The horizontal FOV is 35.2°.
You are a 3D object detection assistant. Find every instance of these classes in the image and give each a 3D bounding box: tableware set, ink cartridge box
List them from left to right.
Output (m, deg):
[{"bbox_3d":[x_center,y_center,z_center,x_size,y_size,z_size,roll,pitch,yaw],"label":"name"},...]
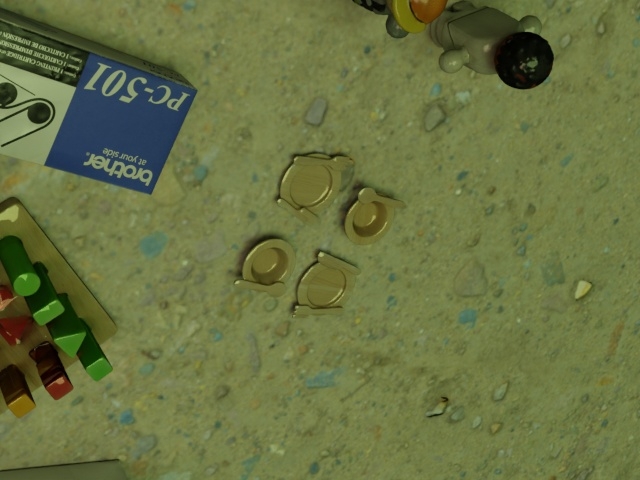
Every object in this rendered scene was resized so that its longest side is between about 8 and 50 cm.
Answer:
[{"bbox_3d":[-0.205,-0.109,0.756,0.207,0.046,0.097,15,109,-36],"label":"ink cartridge box"},{"bbox_3d":[0.000,0.000,0.957,0.141,0.020,0.168,19,106,-37],"label":"tableware set"}]

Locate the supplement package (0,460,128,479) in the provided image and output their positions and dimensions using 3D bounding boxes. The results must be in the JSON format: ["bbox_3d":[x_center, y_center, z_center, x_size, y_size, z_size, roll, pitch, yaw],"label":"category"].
[{"bbox_3d":[-0.235,0.341,0.899,0.149,0.194,0.203,2,115,-31],"label":"supplement package"}]

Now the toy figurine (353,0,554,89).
[{"bbox_3d":[0.140,-0.239,0.820,0.213,0.148,0.209,25,102,-38],"label":"toy figurine"}]

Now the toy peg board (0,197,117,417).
[{"bbox_3d":[-0.261,0.081,0.811,0.161,0.079,0.161,-35,128,-9],"label":"toy peg board"}]
